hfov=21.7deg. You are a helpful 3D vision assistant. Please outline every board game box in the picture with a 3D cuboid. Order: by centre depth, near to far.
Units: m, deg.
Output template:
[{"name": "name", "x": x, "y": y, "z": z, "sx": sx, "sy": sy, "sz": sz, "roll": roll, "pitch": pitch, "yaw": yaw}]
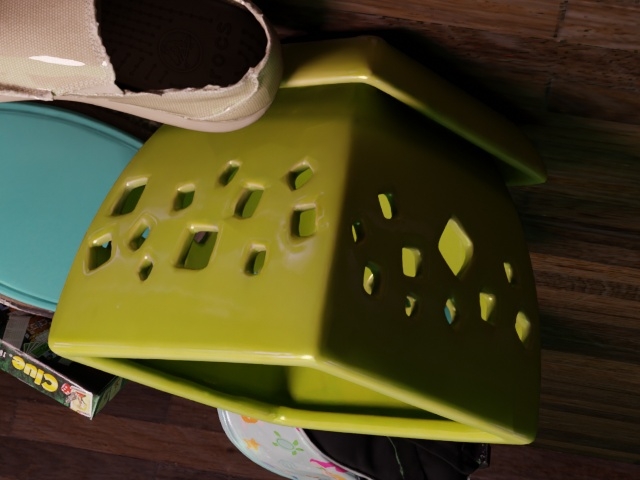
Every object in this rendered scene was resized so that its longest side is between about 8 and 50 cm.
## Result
[{"name": "board game box", "x": -0.168, "y": 0.034, "z": 1.276, "sx": 0.136, "sy": 0.030, "sz": 0.259, "roll": 27, "pitch": -149, "yaw": 10}]

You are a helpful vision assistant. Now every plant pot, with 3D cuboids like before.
[{"name": "plant pot", "x": 0.000, "y": 0.000, "z": 1.035, "sx": 0.227, "sy": 0.207, "sz": 0.228, "roll": 0, "pitch": 164, "yaw": 41}]

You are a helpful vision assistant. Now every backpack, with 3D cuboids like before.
[{"name": "backpack", "x": 0.017, "y": 0.120, "z": 1.515, "sx": 0.191, "sy": 0.225, "sz": 0.253, "roll": -7, "pitch": 155, "yaw": 40}]

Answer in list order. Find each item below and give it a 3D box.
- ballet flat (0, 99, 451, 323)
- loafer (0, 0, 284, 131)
[{"name": "ballet flat", "x": -0.111, "y": -0.014, "z": 1.240, "sx": 0.483, "sy": 0.164, "sz": 0.182, "roll": 14, "pitch": -169, "yaw": -21}, {"name": "loafer", "x": -0.140, "y": -0.121, "z": 0.884, "sx": 0.268, "sy": 0.102, "sz": 0.092, "roll": 6, "pitch": 167, "yaw": -19}]
